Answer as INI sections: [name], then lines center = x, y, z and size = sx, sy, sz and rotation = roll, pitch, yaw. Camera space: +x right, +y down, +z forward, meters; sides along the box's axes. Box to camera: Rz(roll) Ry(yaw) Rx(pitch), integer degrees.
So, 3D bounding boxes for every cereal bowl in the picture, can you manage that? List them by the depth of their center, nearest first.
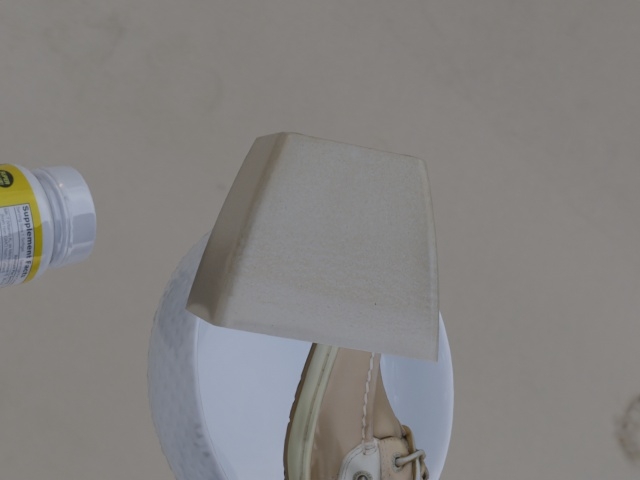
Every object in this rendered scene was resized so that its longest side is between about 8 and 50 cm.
[cereal bowl]
center = -0.033, 0.132, 1.317
size = 0.339, 0.141, 0.339
rotation = 14, 70, -43

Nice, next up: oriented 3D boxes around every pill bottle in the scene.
[pill bottle]
center = -0.326, -0.010, 1.320
size = 0.208, 0.119, 0.119
rotation = -11, 113, -38

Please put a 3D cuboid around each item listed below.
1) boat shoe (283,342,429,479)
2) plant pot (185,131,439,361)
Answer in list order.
[boat shoe]
center = 0.031, 0.178, 1.062
size = 0.110, 0.121, 0.341
rotation = 10, 108, 7
[plant pot]
center = 0.000, 0.000, 0.694
size = 0.109, 0.109, 0.096
rotation = 10, 89, -13
